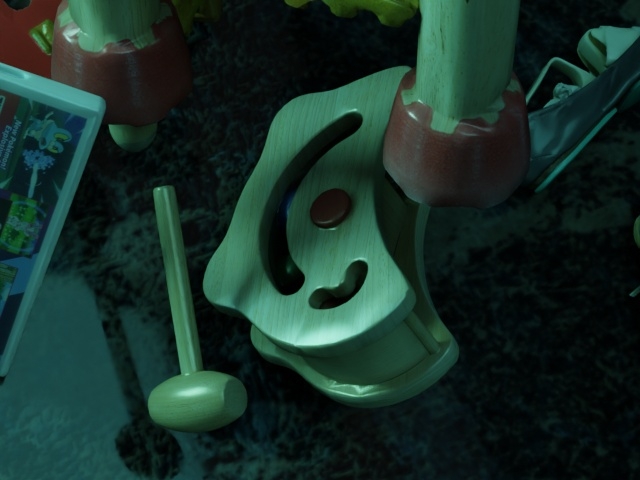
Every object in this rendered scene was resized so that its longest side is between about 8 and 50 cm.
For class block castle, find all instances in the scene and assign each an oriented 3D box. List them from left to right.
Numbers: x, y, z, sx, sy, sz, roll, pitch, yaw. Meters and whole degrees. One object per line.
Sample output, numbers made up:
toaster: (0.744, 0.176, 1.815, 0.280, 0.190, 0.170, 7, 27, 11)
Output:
block castle: (0.032, -0.228, 1.086, 0.303, 0.212, 0.453, 13, 47, 12)

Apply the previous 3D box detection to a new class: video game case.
video game case: (-0.243, -0.027, 0.996, 0.183, 0.201, 0.023, 19, 28, -11)

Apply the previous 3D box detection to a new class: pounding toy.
pounding toy: (0.000, 0.000, 1.045, 0.155, 0.154, 0.269, 50, 53, -44)

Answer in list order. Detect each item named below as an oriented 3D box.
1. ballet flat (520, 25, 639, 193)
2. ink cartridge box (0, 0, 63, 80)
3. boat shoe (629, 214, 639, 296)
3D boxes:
ballet flat: (0.202, -0.115, 1.235, 0.203, 0.074, 0.074, -38, 86, -24)
ink cartridge box: (-0.277, -0.143, 1.095, 0.225, 0.056, 0.181, -38, 86, -24)
boat shoe: (0.295, -0.030, 1.234, 0.104, 0.089, 0.285, 40, 63, -30)
